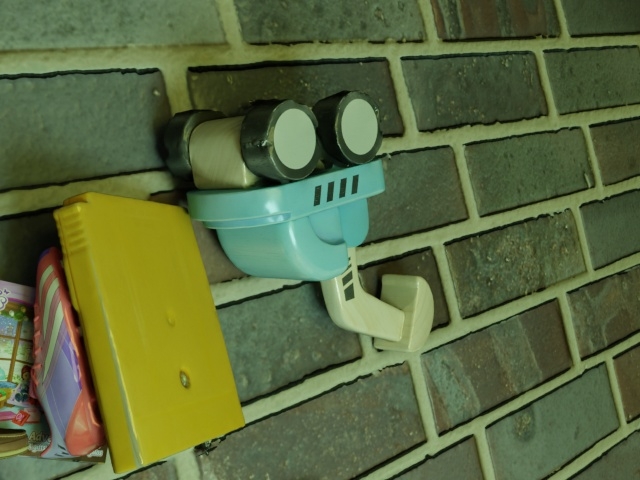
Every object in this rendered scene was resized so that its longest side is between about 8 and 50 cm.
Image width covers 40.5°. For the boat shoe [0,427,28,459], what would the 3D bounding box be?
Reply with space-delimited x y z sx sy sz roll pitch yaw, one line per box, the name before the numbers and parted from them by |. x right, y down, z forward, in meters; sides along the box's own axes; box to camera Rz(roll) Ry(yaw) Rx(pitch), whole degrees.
boat shoe | -0.399 0.206 0.930 0.177 0.064 0.060 10 80 -37

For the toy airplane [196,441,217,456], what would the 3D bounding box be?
toy airplane | -0.172 0.230 1.227 0.151 0.028 0.151 10 75 -42

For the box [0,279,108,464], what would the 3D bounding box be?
box | -0.383 0.152 1.034 0.293 0.057 0.201 17 71 -38

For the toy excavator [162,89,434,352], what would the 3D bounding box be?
toy excavator | 0.000 0.000 1.330 0.432 0.222 0.446 -18 106 -47

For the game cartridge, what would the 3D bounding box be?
game cartridge | -0.209 0.105 1.096 0.285 0.052 0.324 9 63 -71

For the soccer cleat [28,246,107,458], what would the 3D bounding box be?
soccer cleat | -0.308 0.131 1.017 0.095 0.083 0.248 -17 81 0
